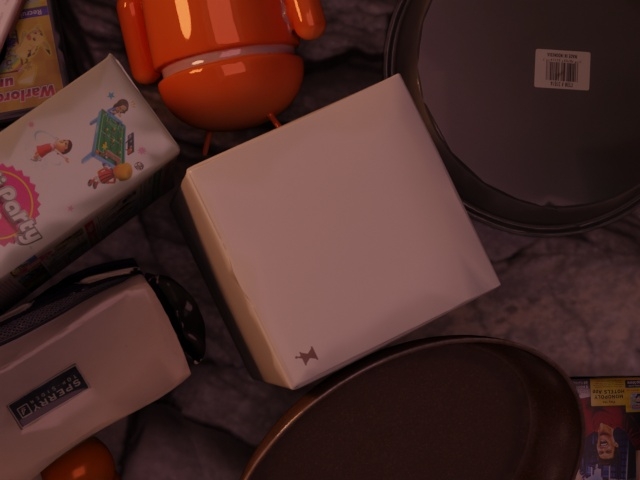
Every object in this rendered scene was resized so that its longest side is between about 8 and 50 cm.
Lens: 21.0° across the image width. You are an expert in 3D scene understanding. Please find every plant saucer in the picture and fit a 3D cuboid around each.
[{"bbox_3d":[0.061,0.189,1.347,0.310,0.050,0.311,-16,130,-19],"label":"plant saucer"}]

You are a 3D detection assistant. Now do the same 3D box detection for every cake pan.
[{"bbox_3d":[0.203,-0.150,1.511,0.293,0.054,0.293,0,87,-8],"label":"cake pan"}]

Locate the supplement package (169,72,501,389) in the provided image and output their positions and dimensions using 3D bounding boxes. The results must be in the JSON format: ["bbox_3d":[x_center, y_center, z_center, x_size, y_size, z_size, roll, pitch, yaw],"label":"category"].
[{"bbox_3d":[0.000,0.000,1.355,0.175,0.293,0.178,-25,91,-8],"label":"supplement package"}]

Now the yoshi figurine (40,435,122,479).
[{"bbox_3d":[-0.166,0.332,1.310,0.203,0.203,0.362,-6,56,-42],"label":"yoshi figurine"}]

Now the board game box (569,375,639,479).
[{"bbox_3d":[0.187,0.215,1.485,0.194,0.060,0.194,-1,88,-8],"label":"board game box"}]

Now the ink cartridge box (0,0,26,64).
[{"bbox_3d":[-0.406,-0.228,1.394,0.332,0.065,0.165,23,84,-8],"label":"ink cartridge box"}]

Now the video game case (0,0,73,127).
[{"bbox_3d":[-0.362,-0.204,1.449,0.274,0.035,0.248,-11,88,-9],"label":"video game case"}]

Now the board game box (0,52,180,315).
[{"bbox_3d":[-0.258,-0.004,1.357,0.303,0.224,0.097,-36,89,-8],"label":"board game box"}]

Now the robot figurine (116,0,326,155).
[{"bbox_3d":[-0.085,-0.186,1.439,0.158,0.128,0.219,-10,87,-11],"label":"robot figurine"}]

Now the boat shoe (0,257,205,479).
[{"bbox_3d":[-0.256,0.125,1.383,0.340,0.158,0.127,-25,103,-7],"label":"boat shoe"}]
